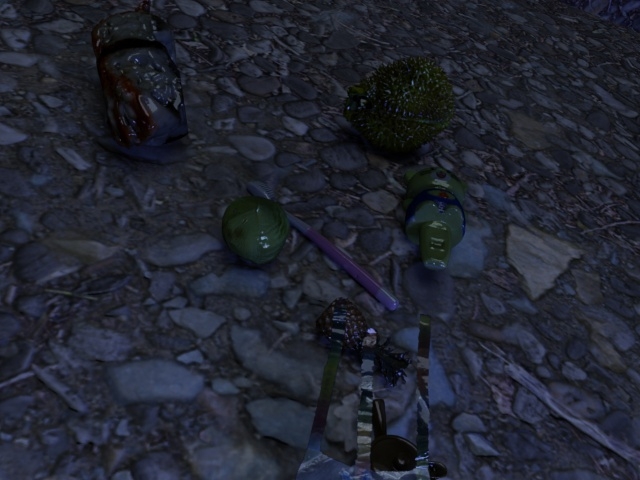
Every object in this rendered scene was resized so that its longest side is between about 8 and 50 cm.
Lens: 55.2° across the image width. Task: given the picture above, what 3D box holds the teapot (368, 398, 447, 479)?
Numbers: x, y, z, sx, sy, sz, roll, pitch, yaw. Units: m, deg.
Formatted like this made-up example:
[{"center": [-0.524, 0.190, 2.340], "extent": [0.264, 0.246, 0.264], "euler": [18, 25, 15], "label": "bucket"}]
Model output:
[{"center": [0.071, 0.213, 0.605], "extent": [0.084, 0.080, 0.110], "euler": [5, 43, -18], "label": "teapot"}]

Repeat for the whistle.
[{"center": [0.173, -0.040, 0.927], "extent": [0.105, 0.085, 0.228], "euler": [12, 41, 2], "label": "whistle"}]

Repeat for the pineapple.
[{"center": [0.053, 0.124, 0.720], "extent": [0.124, 0.058, 0.058], "euler": [42, 44, 15], "label": "pineapple"}]

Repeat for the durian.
[{"center": [0.137, -0.235, 1.079], "extent": [0.198, 0.159, 0.146], "euler": [-20, 36, 2], "label": "durian"}]

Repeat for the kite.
[{"center": [0.050, 0.211, 0.546], "extent": [0.169, 0.015, 0.310], "euler": [14, 70, -1], "label": "kite"}]

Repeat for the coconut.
[{"center": [-0.083, -0.015, 0.778], "extent": [0.087, 0.096, 0.088], "euler": [3, 55, -5], "label": "coconut"}]

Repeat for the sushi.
[{"center": [-0.268, -0.246, 0.928], "extent": [0.129, 0.124, 0.332], "euler": [-10, 50, -18], "label": "sushi"}]

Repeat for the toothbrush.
[{"center": [0.000, 0.000, 0.856], "extent": [0.286, 0.020, 0.025], "euler": [40, 37, 21], "label": "toothbrush"}]
